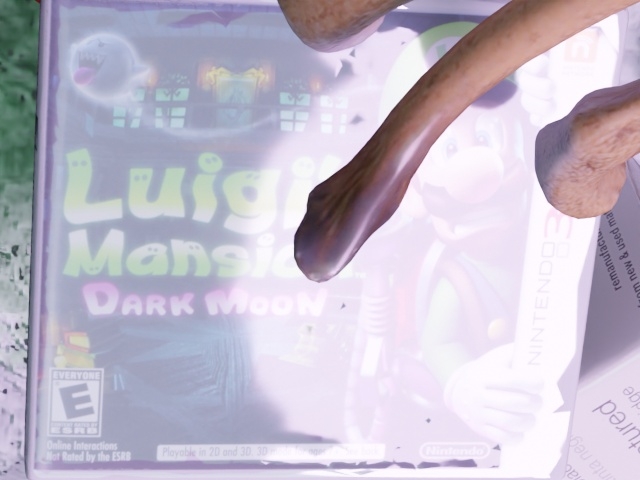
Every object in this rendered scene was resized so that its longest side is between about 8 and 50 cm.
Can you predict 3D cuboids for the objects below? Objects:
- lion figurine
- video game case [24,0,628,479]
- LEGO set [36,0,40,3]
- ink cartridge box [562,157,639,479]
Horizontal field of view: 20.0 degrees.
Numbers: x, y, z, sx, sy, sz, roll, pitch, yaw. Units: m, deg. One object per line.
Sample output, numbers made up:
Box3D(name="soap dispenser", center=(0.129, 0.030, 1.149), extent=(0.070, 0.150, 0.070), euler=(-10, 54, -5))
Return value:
Box3D(name="lion figurine", center=(0.173, -0.112, 0.501), extent=(0.240, 0.392, 0.142), euler=(-19, 107, 45))
Box3D(name="video game case", center=(0.000, 0.000, 0.605), extent=(0.190, 0.022, 0.173), euler=(2, 108, -11))
Box3D(name="LEGO set", center=(-0.167, -0.069, 0.619), extent=(0.093, 0.087, 0.227), euler=(20, 123, -37))
Box3D(name="ink cartridge box", center=(0.077, 0.129, 0.772), extent=(0.283, 0.117, 0.207), euler=(-35, 122, 18))
